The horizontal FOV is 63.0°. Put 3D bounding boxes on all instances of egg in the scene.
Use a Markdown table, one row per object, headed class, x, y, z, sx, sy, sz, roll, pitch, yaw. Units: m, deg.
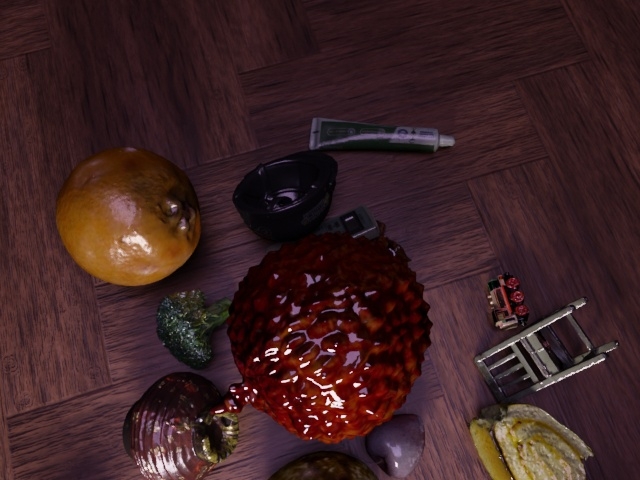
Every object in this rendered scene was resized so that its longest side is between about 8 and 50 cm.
| class | x | y | z | sx | sy | sz | roll | pitch | yaw |
| --- | --- | --- | --- | --- | --- | --- | --- | --- | --- |
| egg | -0.005 | 0.552 | 1.055 | 0.289 | 0.238 | 0.238 | -3 | 72 | 10 |

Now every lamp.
| class | x | y | z | sx | sy | sz | roll | pitch | yaw |
| --- | --- | --- | --- | --- | --- | --- | --- | --- | --- |
| lamp | -0.291 | 0.401 | 1.106 | 0.247 | 0.247 | 0.247 | 0 | 72 | 0 |

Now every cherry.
| class | x | y | z | sx | sy | sz | roll | pitch | yaw |
| --- | --- | --- | --- | --- | --- | --- | --- | --- | --- |
| cherry | 0.147 | 0.427 | 1.161 | 0.188 | 0.115 | 0.148 | 44 | 96 | 18 |

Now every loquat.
| class | x | y | z | sx | sy | sz | roll | pitch | yaw |
| --- | --- | --- | --- | --- | --- | --- | --- | --- | --- |
| loquat | -0.430 | -0.056 | 1.201 | 0.328 | 0.328 | 0.328 | 0 | 72 | 0 |

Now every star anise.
| class | x | y | z | sx | sy | sz | roll | pitch | yaw |
| --- | --- | --- | --- | --- | --- | --- | --- | --- | --- |
| star anise | 0.123 | 0.033 | 1.310 | 0.144 | 0.158 | 0.140 | -49 | 65 | 20 |

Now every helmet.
| class | x | y | z | sx | sy | sz | roll | pitch | yaw |
| --- | --- | --- | --- | --- | --- | --- | --- | --- | --- |
| helmet | -0.073 | -0.095 | 1.294 | 0.230 | 0.160 | 0.279 | 22 | 47 | 40 |

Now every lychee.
| class | x | y | z | sx | sy | sz | roll | pitch | yaw |
| --- | --- | --- | --- | --- | --- | --- | --- | --- | --- |
| lychee | -0.004 | 0.206 | 1.072 | 0.500 | 0.424 | 0.424 | -39 | 76 | -15 |

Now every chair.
| class | x | y | z | sx | sy | sz | roll | pitch | yaw |
| --- | --- | --- | --- | --- | --- | --- | --- | --- | --- |
| chair | 0.522 | 0.258 | 1.218 | 0.270 | 0.147 | 0.136 | -42 | 69 | 33 |

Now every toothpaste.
| class | x | y | z | sx | sy | sz | roll | pitch | yaw |
| --- | --- | --- | --- | --- | --- | --- | --- | --- | --- |
| toothpaste | 0.166 | -0.277 | 1.412 | 0.392 | 0.061 | 0.098 | 4 | 73 | 4 |

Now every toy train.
| class | x | y | z | sx | sy | sz | roll | pitch | yaw |
| --- | --- | --- | --- | --- | --- | --- | --- | --- | --- |
| toy train | 0.454 | 0.147 | 1.274 | 0.087 | 0.050 | 0.138 | -15 | 61 | 12 |

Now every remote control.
| class | x | y | z | sx | sy | sz | roll | pitch | yaw |
| --- | --- | --- | --- | --- | --- | --- | --- | --- | --- |
| remote control | 0.000 | 0.000 | 1.286 | 0.285 | 0.038 | 0.123 | -22 | 33 | 1 |

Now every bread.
| class | x | y | z | sx | sy | sz | roll | pitch | yaw |
| --- | --- | --- | --- | --- | --- | --- | --- | --- | --- |
| bread | 0.456 | 0.462 | 1.147 | 0.186 | 0.124 | 0.257 | -40 | 76 | -18 |

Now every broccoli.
| class | x | y | z | sx | sy | sz | roll | pitch | yaw |
| --- | --- | --- | --- | --- | --- | --- | --- | --- | --- |
| broccoli | -0.286 | 0.192 | 1.234 | 0.220 | 0.194 | 0.194 | 31 | 74 | 33 |
